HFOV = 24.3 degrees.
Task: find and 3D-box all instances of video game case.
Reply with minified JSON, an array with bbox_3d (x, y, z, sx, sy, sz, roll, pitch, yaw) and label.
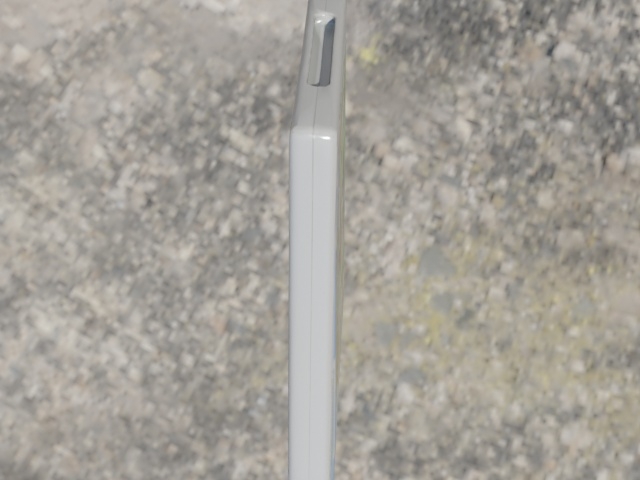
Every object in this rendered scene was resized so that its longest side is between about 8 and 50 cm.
[{"bbox_3d":[0.000,0.000,0.762,0.023,0.193,0.212,2,119,2],"label":"video game case"}]
